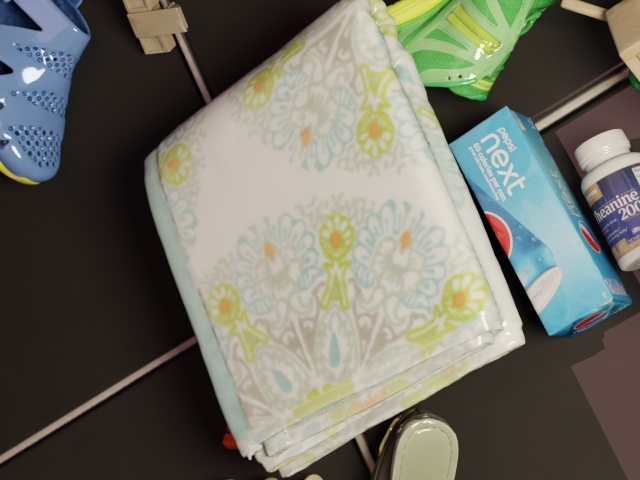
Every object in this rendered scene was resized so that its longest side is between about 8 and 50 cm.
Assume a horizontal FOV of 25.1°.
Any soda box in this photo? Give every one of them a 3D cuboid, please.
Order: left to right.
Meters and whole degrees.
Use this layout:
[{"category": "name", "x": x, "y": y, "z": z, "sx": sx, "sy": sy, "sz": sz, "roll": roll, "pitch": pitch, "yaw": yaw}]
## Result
[{"category": "soda box", "x": 0.205, "y": -0.017, "z": 1.347, "sx": 0.071, "sy": 0.067, "sz": 0.210, "roll": -33, "pitch": 70, "yaw": 22}]

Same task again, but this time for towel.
[{"category": "towel", "x": 0.000, "y": 0.000, "z": 1.375, "sx": 0.320, "sy": 0.090, "sz": 0.375, "roll": -32, "pitch": 70, "yaw": 30}]

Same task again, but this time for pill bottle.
[{"category": "pill bottle", "x": 0.279, "y": -0.038, "z": 1.308, "sx": 0.067, "sy": 0.067, "sz": 0.120, "roll": -30, "pitch": 72, "yaw": 23}]

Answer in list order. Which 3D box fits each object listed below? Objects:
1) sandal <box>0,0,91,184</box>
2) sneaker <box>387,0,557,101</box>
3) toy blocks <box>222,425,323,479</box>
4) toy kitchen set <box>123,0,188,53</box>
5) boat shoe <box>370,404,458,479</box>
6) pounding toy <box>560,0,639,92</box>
[{"category": "sandal", "x": -0.321, "y": -0.222, "z": 1.623, "sx": 0.138, "sy": 0.126, "sz": 0.317, "roll": -6, "pitch": 84, "yaw": 24}, {"category": "sneaker", "x": 0.155, "y": -0.201, "z": 1.380, "sx": 0.295, "sy": 0.109, "sz": 0.124, "roll": -27, "pitch": 82, "yaw": 31}, {"category": "toy blocks", "x": -0.070, "y": 0.235, "z": 1.480, "sx": 0.148, "sy": 0.054, "sz": 0.123, "roll": -8, "pitch": 82, "yaw": 28}, {"category": "toy kitchen set", "x": -0.165, "y": -0.262, "z": 1.590, "sx": 0.068, "sy": 0.075, "sz": 0.083, "roll": -1, "pitch": 125, "yaw": 31}, {"category": "boat shoe", "x": 0.078, "y": 0.273, "z": 1.391, "sx": 0.081, "sy": 0.069, "sz": 0.228, "roll": 15, "pitch": 98, "yaw": -11}, {"category": "pounding toy", "x": 0.311, "y": -0.183, "z": 1.270, "sx": 0.141, "sy": 0.130, "sz": 0.100, "roll": -32, "pitch": 34, "yaw": 22}]
